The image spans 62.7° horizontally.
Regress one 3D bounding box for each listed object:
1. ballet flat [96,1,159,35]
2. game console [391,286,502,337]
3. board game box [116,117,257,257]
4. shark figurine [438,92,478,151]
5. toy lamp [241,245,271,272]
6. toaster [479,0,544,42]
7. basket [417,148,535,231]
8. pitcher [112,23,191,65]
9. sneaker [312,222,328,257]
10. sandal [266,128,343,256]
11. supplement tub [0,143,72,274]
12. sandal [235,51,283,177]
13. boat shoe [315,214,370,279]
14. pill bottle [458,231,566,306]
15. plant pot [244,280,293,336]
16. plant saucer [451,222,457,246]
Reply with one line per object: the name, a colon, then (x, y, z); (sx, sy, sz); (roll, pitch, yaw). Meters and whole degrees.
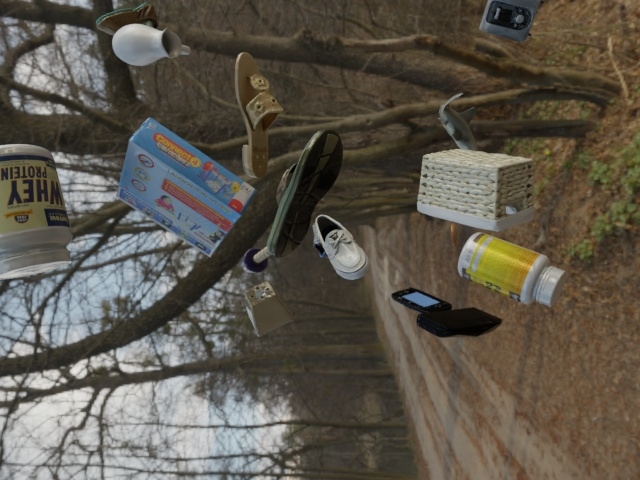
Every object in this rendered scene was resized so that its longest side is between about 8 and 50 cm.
ballet flat: (-0.712, -0.817, 2.003); (0.124, 0.116, 0.342); (59, -156, -22)
game console: (0.337, 0.206, 1.555); (0.361, 0.213, 0.044); (22, 110, 58)
board game box: (-0.354, -0.120, 1.352); (0.302, 0.308, 0.086); (-40, 18, 56)
shark figurine: (0.435, -0.388, 1.650); (0.278, 0.116, 0.166); (39, -160, -47)
toy lamp: (-0.157, 0.037, 1.500); (0.275, 0.080, 0.080); (-34, 51, 58)
toaster: (0.423, -0.536, 1.126); (0.185, 0.110, 0.168); (-59, -16, -52)
basket: (0.257, -0.090, 0.871); (0.167, 0.113, 0.103); (23, 120, 49)
pitcher: (-0.542, -0.624, 1.695); (0.178, 0.207, 0.125); (-11, -74, -70)
sneaker: (0.000, 0.000, 1.858); (0.052, 0.058, 0.135); (-33, 77, 46)
sandal: (-0.052, -0.107, 1.140); (0.120, 0.086, 0.303); (10, -67, -53)
supplement tub: (-0.822, -0.074, 1.433); (0.235, 0.235, 0.325); (39, -145, -87)
sandal: (-0.105, -0.239, 1.020); (0.088, 0.079, 0.240); (-30, -57, -58)
boat shoe: (0.053, 0.009, 1.466); (0.088, 0.096, 0.267); (57, -178, -35)
pill bottle: (0.431, 0.068, 1.188); (0.117, 0.215, 0.117); (-30, -48, -40)
plant pot: (-0.153, 0.178, 1.456); (0.109, 0.109, 0.096); (52, 164, 54)
plant saucer: (0.462, -0.018, 1.811); (0.083, 0.013, 0.083); (-4, -90, -72)
